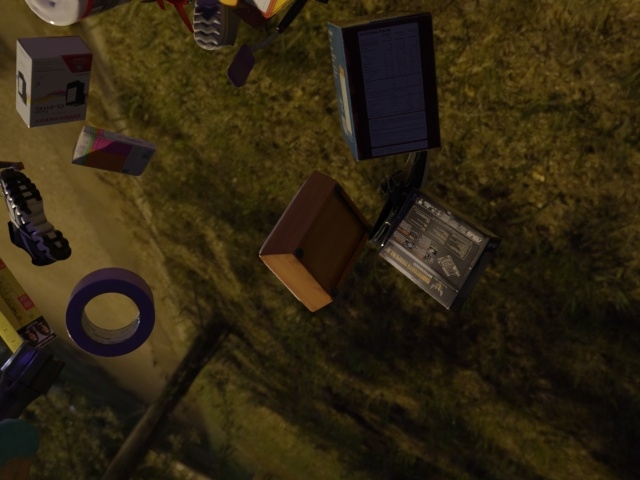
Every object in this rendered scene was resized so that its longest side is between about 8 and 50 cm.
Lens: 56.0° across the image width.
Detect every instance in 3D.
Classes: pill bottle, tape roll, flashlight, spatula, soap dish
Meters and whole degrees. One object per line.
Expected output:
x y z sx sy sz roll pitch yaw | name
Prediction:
-0.536 -0.633 1.423 0.177 0.318 0.176 12 126 17 | pill bottle
-0.471 0.161 1.362 0.189 0.189 0.080 42 -178 -24 | tape roll
-0.516 0.301 0.922 0.103 0.304 0.103 17 153 27 | flashlight
-0.123 -0.494 1.461 0.030 0.296 0.084 40 174 23 | spatula
0.000 0.000 1.515 0.118 0.290 0.229 -2 138 44 | soap dish

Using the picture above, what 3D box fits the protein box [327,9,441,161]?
0.098 -0.258 0.979 0.136 0.199 0.201 -9 112 -2 | protein box

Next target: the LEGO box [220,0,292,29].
0.012 -0.639 0.998 0.193 0.372 0.500 34 155 -26 | LEGO box

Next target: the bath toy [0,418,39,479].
-0.485 0.227 0.666 0.349 0.128 0.151 3 147 21 | bath toy

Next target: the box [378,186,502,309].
0.258 0.015 1.337 0.056 0.183 0.231 4 -152 -46 | box

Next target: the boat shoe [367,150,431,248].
0.210 -0.125 1.666 0.113 0.127 0.339 13 118 -5 | boat shoe

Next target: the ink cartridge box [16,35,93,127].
-0.557 -0.331 1.260 0.072 0.128 0.175 50 137 23 | ink cartridge box

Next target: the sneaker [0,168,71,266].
-0.646 -0.041 1.315 0.106 0.078 0.234 -28 95 24 | sneaker

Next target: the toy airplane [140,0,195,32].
-0.319 -0.510 1.269 0.028 0.151 0.151 -30 120 33 | toy airplane

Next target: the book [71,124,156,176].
-0.427 -0.183 1.247 0.144 0.035 0.096 12 142 -33 | book

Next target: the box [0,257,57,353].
-0.706 0.152 1.366 0.058 0.087 0.232 -30 97 27 | box

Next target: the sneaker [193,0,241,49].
-0.214 -0.564 1.327 0.105 0.115 0.281 21 110 19 | sneaker

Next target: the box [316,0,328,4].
-0.019 -0.559 1.304 0.083 0.052 0.062 34 116 22 | box

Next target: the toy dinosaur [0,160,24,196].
-0.354 -0.081 0.620 0.047 0.082 0.090 -13 108 37 | toy dinosaur
